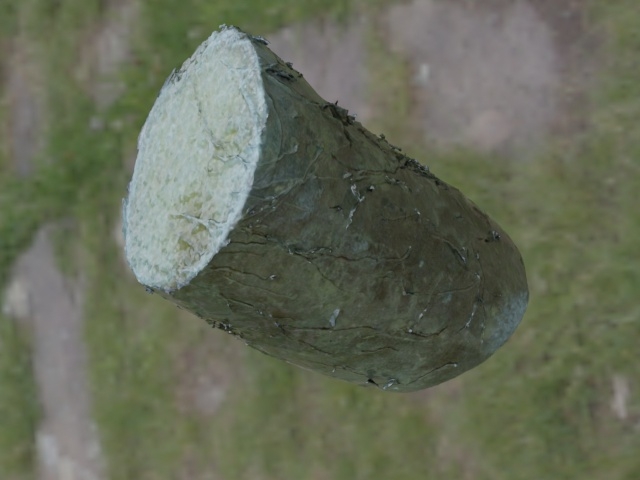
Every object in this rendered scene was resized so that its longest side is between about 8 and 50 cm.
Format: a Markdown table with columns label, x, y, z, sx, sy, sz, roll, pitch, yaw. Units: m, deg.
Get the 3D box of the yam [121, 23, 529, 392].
| label | x | y | z | sx | sy | sz | roll | pitch | yaw |
| --- | --- | --- | --- | --- | --- | --- | --- | --- | --- |
| yam | 0.000 | 0.000 | 0.773 | 0.107 | 0.183 | 0.107 | -22 | 55 | 34 |
